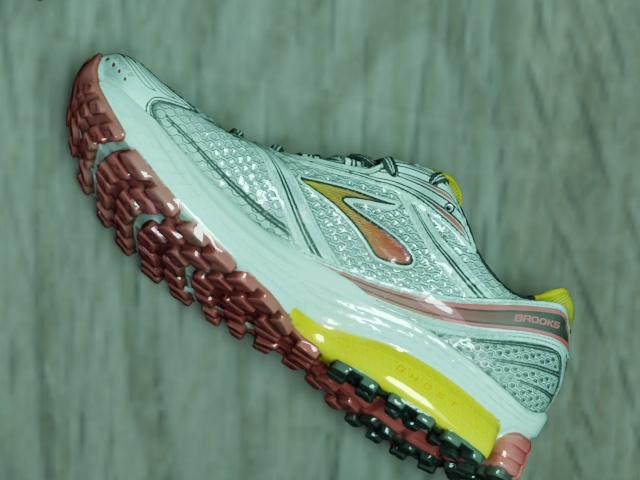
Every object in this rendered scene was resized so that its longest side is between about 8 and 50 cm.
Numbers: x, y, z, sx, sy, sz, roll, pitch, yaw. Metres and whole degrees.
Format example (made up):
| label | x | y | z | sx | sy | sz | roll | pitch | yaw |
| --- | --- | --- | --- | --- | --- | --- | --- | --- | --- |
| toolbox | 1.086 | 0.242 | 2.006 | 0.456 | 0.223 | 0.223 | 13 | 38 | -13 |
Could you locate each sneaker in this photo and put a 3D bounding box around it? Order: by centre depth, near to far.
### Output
| label | x | y | z | sx | sy | sz | roll | pitch | yaw |
| --- | --- | --- | --- | --- | --- | --- | --- | --- | --- |
| sneaker | 0.000 | 0.000 | 0.748 | 0.225 | 0.088 | 0.092 | 37 | 72 | -14 |
